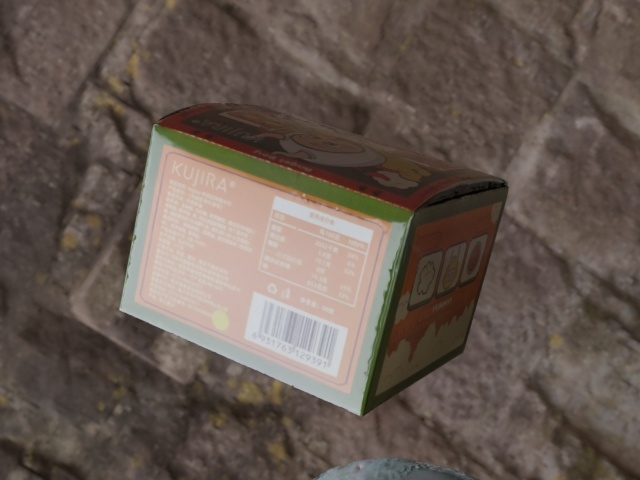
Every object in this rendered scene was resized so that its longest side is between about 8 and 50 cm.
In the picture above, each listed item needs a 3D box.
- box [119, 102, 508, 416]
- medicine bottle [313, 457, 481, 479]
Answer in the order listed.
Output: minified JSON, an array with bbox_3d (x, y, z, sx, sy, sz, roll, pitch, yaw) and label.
[{"bbox_3d":[0.000,0.000,0.744,0.195,0.148,0.177,20,-163,25],"label":"box"},{"bbox_3d":[0.047,0.324,0.754,0.245,0.245,0.290,33,-143,-10],"label":"medicine bottle"}]
